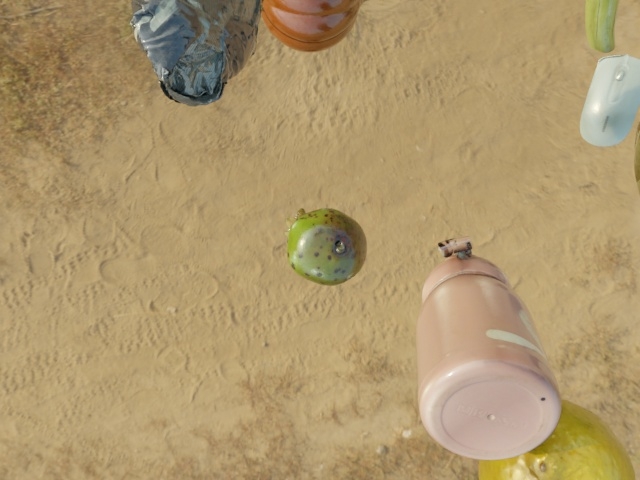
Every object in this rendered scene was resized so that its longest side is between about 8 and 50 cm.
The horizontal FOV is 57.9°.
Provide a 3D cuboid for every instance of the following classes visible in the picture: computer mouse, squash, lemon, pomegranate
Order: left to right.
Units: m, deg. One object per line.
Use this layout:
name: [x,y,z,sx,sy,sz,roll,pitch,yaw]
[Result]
pomegranate: [0.016,0.005,1.646,0.231,0.286,0.230,-2,110,-4]
lemon: [0.361,0.365,0.896,0.236,0.235,0.263,9,143,-2]
squash: [0.714,-0.579,1.461,0.083,0.083,0.250,-19,143,9]
computer mouse: [0.736,-0.350,1.457,0.128,0.079,0.230,14,110,21]

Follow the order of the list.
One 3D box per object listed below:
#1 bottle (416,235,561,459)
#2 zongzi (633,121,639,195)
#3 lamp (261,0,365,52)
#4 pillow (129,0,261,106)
bottle: [0.219,0.128,0.819,0.173,0.296,0.206,-13,116,15]
zongzi: [0.679,-0.162,1.179,0.079,0.176,0.160,5,159,32]
lamp: [-0.015,-0.396,0.861,0.197,0.223,0.223,-2,113,-5]
pillow: [-0.136,-0.301,0.590,0.093,0.162,0.334,-10,84,40]
